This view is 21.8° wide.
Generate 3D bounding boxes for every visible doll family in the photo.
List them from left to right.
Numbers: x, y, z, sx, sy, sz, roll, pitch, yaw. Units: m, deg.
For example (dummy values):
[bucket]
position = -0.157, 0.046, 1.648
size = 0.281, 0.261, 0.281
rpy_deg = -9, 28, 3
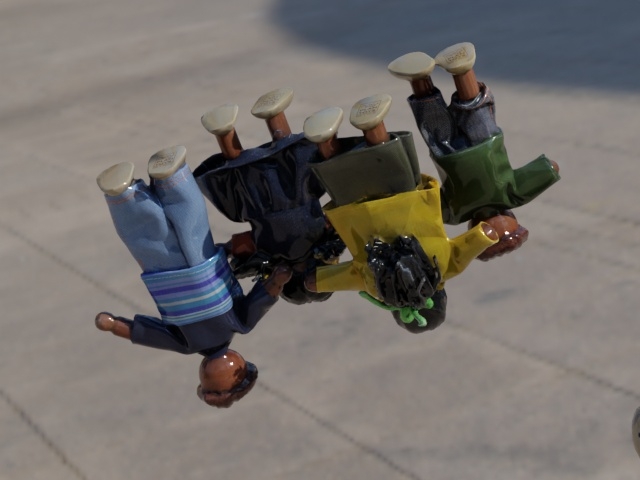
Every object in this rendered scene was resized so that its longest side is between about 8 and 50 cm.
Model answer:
[doll family]
position = 0.000, 0.000, 0.673
size = 0.193, 0.111, 0.076
rpy_deg = -11, 29, 19

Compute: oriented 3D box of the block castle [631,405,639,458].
[block castle]
position = 0.282, -0.013, 0.542
size = 0.303, 0.453, 0.213
rpy_deg = -17, 51, -22
